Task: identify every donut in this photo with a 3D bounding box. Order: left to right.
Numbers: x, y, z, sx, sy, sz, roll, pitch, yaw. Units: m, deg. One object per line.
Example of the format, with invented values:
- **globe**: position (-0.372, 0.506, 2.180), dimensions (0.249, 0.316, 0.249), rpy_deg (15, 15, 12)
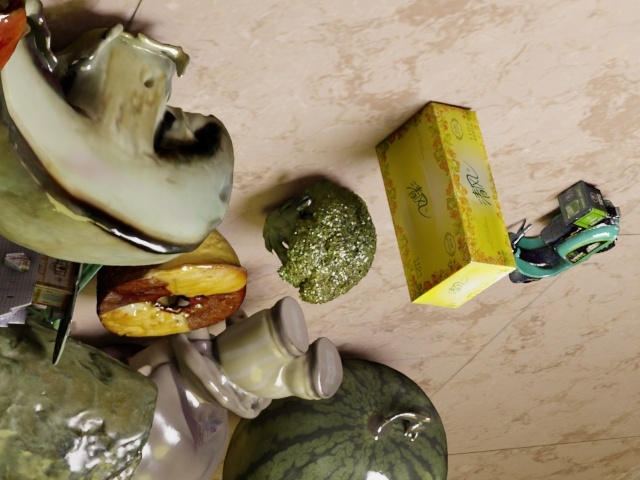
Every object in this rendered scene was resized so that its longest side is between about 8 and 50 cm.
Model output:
- **donut**: position (-0.158, 0.039, 1.804), dimensions (0.166, 0.073, 0.184), rpy_deg (-16, 157, 3)

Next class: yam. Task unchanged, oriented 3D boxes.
- **yam**: position (-0.319, 0.160, 1.711), dimensions (0.300, 0.195, 0.195), rpy_deg (31, 138, -19)

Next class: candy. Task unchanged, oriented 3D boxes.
- **candy**: position (-0.264, 0.074, 1.783), dimensions (0.091, 0.083, 0.305), rpy_deg (38, 143, -8)

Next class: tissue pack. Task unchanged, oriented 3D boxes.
- **tissue pack**: position (0.118, -0.034, 1.670), dimensions (0.062, 0.176, 0.095), rpy_deg (7, 150, -37)

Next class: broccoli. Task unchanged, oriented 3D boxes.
- **broccoli**: position (0.000, 0.000, 1.768), dimensions (0.120, 0.130, 0.131), rpy_deg (19, -154, 28)

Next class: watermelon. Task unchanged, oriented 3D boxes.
- **watermelon**: position (0.022, 0.291, 2.204), dimensions (0.279, 0.279, 0.359), rpy_deg (-2, 154, -25)

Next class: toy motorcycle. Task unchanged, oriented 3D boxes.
- **toy motorcycle**: position (0.267, -0.001, 1.973), dimensions (0.100, 0.058, 0.173), rpy_deg (18, 140, -39)

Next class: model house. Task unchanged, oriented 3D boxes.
- **model house**: position (-0.271, 0.022, 1.634), dimensions (0.088, 0.167, 0.117), rpy_deg (14, 150, -12)

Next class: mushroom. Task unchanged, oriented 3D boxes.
- **mushroom**: position (-0.211, -0.072, 1.399), dimensions (0.164, 0.189, 0.267), rpy_deg (-14, 162, 36)

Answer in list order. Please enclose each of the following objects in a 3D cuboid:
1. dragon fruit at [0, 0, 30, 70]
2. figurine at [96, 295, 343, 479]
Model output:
- **dragon fruit**: position (-0.333, -0.139, 1.126), dimensions (0.250, 0.250, 0.315), rpy_deg (18, 98, -50)
- **figurine**: position (-0.158, 0.186, 1.967), dimensions (0.380, 0.203, 0.248), rpy_deg (-27, 149, 24)
